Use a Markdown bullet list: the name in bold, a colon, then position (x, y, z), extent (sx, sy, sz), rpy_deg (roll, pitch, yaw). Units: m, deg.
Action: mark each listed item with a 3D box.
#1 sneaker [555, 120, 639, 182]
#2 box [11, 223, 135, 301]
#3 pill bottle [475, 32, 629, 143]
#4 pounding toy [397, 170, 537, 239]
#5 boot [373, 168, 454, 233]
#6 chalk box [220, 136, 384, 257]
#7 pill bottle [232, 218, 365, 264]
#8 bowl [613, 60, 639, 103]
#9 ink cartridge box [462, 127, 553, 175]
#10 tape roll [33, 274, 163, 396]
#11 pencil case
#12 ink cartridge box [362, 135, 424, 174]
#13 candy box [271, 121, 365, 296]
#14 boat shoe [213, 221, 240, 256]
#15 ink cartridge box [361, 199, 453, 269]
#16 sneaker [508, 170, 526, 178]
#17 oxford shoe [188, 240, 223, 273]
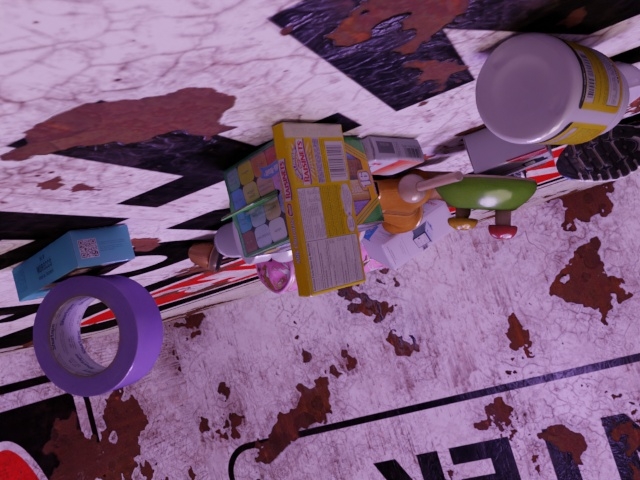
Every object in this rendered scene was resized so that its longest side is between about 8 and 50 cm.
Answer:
- **sneaker**: position (0.701, -0.205, 1.499), extent (0.330, 0.129, 0.147), rpy_deg (-17, 171, 1)
- **box**: position (-0.416, 0.041, 1.091), extent (0.100, 0.060, 0.244), rpy_deg (-10, 171, -46)
- **pill bottle**: position (0.283, -0.172, 0.773), extent (0.119, 0.119, 0.208), rpy_deg (-22, 171, 41)
- **pounding toy**: position (0.272, -0.060, 1.175), extent (0.237, 0.110, 0.183), rpy_deg (1, -178, -30)
- **boot**: position (0.126, -0.077, 1.358), extent (0.211, 0.104, 0.295), rpy_deg (-7, 167, -25)
- **chalk box**: position (-0.039, -0.059, 0.890), extent (0.132, 0.132, 0.213), rpy_deg (-21, 171, 42)
- **pill bottle**: position (-0.038, -0.028, 1.185), extent (0.221, 0.121, 0.121), rpy_deg (-13, 173, -27)
- **bowl**: position (0.399, -0.217, 0.977), extent (0.142, 0.053, 0.142), rpy_deg (-17, 174, 6)
- **ink cartridge box**: position (0.343, -0.166, 1.178), extent (0.127, 0.072, 0.175), rpy_deg (-19, 173, 23)
- **tape roll**: position (-0.355, 0.149, 1.047), extent (0.189, 0.189, 0.080), rpy_deg (-18, 173, 15)
- **pencil case**: position (0.021, 0.029, 1.662), extent (0.386, 0.167, 0.160), rpy_deg (-12, -153, -35)
- **ink cartridge box**: position (0.054, -0.113, 1.045), extent (0.179, 0.045, 0.145), rpy_deg (-25, 169, 37)
- **candy box**: position (0.000, -0.040, 0.801), extent (0.105, 0.206, 0.027), rpy_deg (-9, -179, -44)
- **boat shoe**: position (-0.085, -0.011, 1.345), extent (0.268, 0.096, 0.088), rpy_deg (-14, 177, -13)
- **ink cartridge box**: position (0.207, -0.024, 1.578), extent (0.191, 0.082, 0.139), rpy_deg (-35, -157, -12)
- **sneaker**: position (0.454, -0.155, 1.585), extent (0.077, 0.072, 0.178), rpy_deg (-7, 169, 10)
- **oxford shoe**: position (-0.253, 0.028, 1.453), extent (0.076, 0.076, 0.212), rpy_deg (14, 174, -3)
